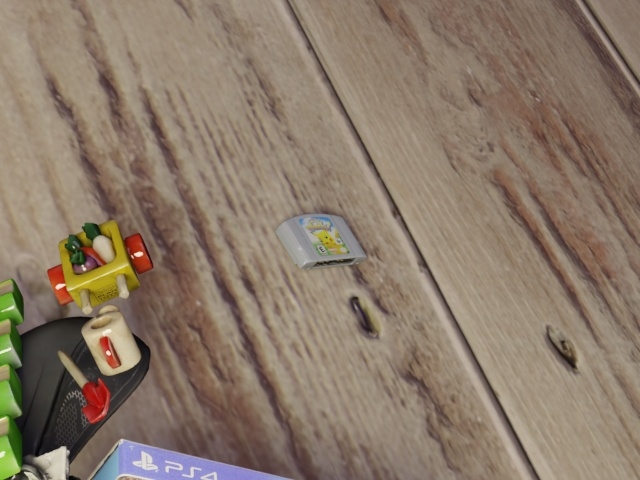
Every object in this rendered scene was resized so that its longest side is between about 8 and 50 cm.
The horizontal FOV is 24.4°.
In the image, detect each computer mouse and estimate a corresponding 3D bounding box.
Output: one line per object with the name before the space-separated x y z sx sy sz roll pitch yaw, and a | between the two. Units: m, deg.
computer mouse | -0.197 0.116 0.956 0.072 0.188 0.272 57 25 -13

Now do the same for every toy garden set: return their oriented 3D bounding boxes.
toy garden set | -0.200 0.066 0.917 0.244 0.204 0.049 -118 -174 -66

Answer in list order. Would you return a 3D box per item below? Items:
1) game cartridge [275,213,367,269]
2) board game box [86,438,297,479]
game cartridge | 0.000 0.000 1.368 0.083 0.017 0.056 -6 51 -44
board game box | -0.045 0.300 0.906 0.232 0.141 0.291 17 42 -27
